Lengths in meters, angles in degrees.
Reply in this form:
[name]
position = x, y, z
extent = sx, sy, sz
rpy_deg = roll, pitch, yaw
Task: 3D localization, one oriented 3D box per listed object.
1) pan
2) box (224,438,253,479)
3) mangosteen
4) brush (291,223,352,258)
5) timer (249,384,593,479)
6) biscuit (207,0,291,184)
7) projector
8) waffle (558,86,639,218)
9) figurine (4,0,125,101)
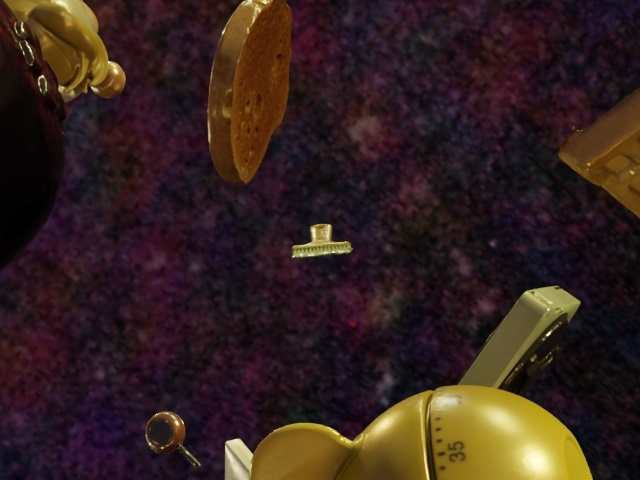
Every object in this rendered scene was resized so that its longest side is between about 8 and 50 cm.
[pan]
position = -0.236, 0.325, 1.990
extent = 0.115, 0.023, 0.068
rpy_deg = 42, 90, 14
[box]
position = -0.073, 0.369, 1.641
extent = 0.220, 0.032, 0.122
rpy_deg = 40, 132, 54
[mangosteen]
position = -0.353, -0.075, 0.968
extent = 0.313, 0.297, 0.297
rpy_deg = -43, 31, -21
[brush]
position = 0.000, 0.000, 1.728
extent = 0.082, 0.010, 0.218
rpy_deg = -4, 10, 0
[timer]
position = 0.135, 0.350, 1.488
extent = 0.387, 0.376, 0.376
rpy_deg = -17, 45, 16
[biscuit]
position = -0.098, -0.216, 1.701
extent = 0.049, 0.273, 0.257
rpy_deg = 15, 50, 10
[projector]
position = 0.289, 0.193, 1.876
extent = 0.079, 0.257, 0.259
rpy_deg = 38, 103, 18
[waffle]
position = 0.602, -0.179, 2.043
extent = 0.348, 0.304, 0.077
rpy_deg = -39, 48, 21
[figurine]
position = -0.303, -0.218, 1.252
extent = 0.133, 0.194, 0.274
rpy_deg = -44, 42, -2
